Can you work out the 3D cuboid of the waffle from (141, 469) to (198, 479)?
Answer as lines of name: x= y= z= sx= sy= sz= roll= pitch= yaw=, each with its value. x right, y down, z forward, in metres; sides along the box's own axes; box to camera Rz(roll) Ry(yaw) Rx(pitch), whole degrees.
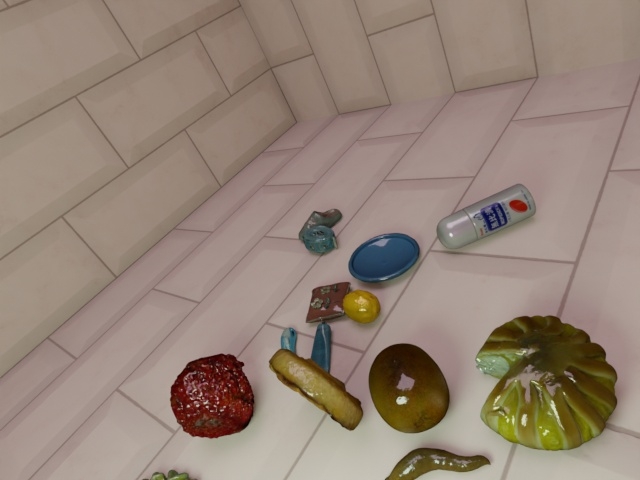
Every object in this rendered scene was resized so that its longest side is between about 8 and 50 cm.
waffle: x=-0.470 y=0.789 z=1.172 sx=0.291 sy=0.056 sz=0.309 roll=-6 pitch=38 yaw=33

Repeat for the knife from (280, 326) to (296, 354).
knife: x=-0.108 y=0.386 z=1.511 sx=0.064 sy=0.032 sz=0.222 roll=-22 pitch=31 yaw=3

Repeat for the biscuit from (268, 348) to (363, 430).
biscuit: x=-0.009 y=0.394 z=1.156 sx=0.296 sy=0.296 sz=0.102 roll=15 pitch=61 yaw=50

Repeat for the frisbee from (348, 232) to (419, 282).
frisbee: x=0.249 y=0.074 z=1.672 sx=0.289 sy=0.049 sz=0.290 roll=-17 pitch=32 yaw=11

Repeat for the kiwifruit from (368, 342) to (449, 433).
kiwifruit: x=0.223 y=0.373 z=1.108 sx=0.195 sy=0.196 sz=0.234 roll=-24 pitch=24 yaw=7

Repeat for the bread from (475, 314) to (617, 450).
bread: x=0.513 y=0.310 z=0.994 sx=0.332 sy=0.160 sz=0.333 roll=-19 pitch=33 yaw=13

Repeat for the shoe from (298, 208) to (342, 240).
shoe: x=-0.010 y=-0.095 z=2.093 sx=0.250 sy=0.100 sz=0.103 roll=-34 pitch=31 yaw=-15

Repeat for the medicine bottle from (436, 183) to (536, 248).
medicine bottle: x=0.587 y=-0.078 z=1.549 sx=0.340 sy=0.130 sz=0.130 roll=-24 pitch=30 yaw=6

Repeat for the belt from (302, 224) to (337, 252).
belt: x=-0.004 y=-0.003 z=1.966 sx=0.147 sy=0.082 sz=0.163 roll=-17 pitch=27 yaw=0

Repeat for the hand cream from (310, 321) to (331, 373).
hand cream: x=0.004 y=0.370 z=1.444 sx=0.083 sy=0.048 sz=0.224 roll=-15 pitch=39 yaw=23

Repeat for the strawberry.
strawberry: x=-0.309 y=0.484 z=1.309 sx=0.220 sy=0.274 sz=0.274 roll=16 pitch=50 yaw=30

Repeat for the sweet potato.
sweet potato: x=0.261 y=0.515 z=0.993 sx=0.249 sy=0.059 sz=0.069 roll=-18 pitch=52 yaw=11

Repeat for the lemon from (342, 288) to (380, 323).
lemon: x=0.138 y=0.226 z=1.470 sx=0.155 sy=0.114 sz=0.114 roll=11 pitch=48 yaw=47

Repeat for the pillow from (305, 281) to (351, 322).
pillow: x=0.028 y=0.223 z=1.602 sx=0.171 sy=0.075 sz=0.179 roll=-15 pitch=32 yaw=21
